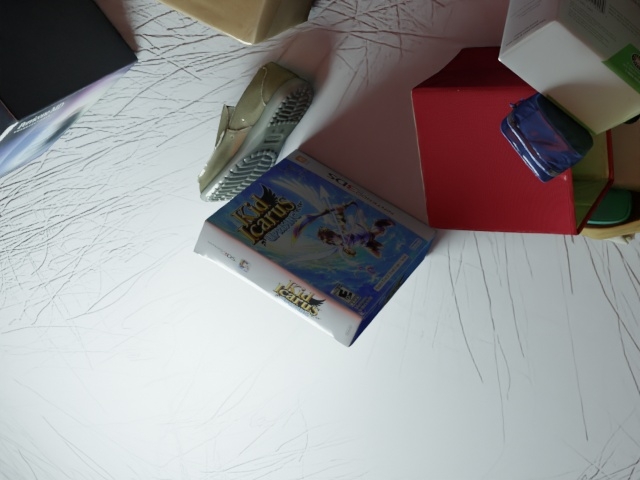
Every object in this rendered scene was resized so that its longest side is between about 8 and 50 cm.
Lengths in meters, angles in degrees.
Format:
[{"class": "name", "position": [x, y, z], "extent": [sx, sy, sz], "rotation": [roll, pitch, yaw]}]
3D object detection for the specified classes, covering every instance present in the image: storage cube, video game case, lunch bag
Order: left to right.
[{"class": "video game case", "position": [0.000, 0.000, 1.628], "extent": [0.244, 0.269, 0.061], "rotation": [30, 124, 11]}, {"class": "storage cube", "position": [0.243, -0.126, 1.483], "extent": [0.193, 0.183, 0.215], "rotation": [4, 116, 27]}, {"class": "lunch bag", "position": [0.246, -0.118, 1.329], "extent": [0.065, 0.067, 0.098], "rotation": [-40, 88, 35]}]

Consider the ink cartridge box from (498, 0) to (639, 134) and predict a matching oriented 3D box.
[{"class": "ink cartridge box", "position": [0.297, -0.255, 1.330], "extent": [0.160, 0.219, 0.092], "rotation": [34, 141, -23]}]

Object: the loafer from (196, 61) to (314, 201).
[{"class": "loafer", "position": [-0.103, -0.156, 1.727], "extent": [0.251, 0.094, 0.087], "rotation": [-50, 62, 28]}]

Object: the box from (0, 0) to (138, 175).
[{"class": "box", "position": [-0.477, -0.212, 1.758], "extent": [0.294, 0.296, 0.182], "rotation": [-36, 94, 37]}]

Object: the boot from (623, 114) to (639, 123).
[{"class": "boot", "position": [0.380, -0.204, 1.412], "extent": [0.045, 0.121, 0.099], "rotation": [26, 131, 12]}]

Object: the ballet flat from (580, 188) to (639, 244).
[{"class": "ballet flat", "position": [0.407, -0.027, 1.517], "extent": [0.232, 0.080, 0.073], "rotation": [-6, 128, 32]}]

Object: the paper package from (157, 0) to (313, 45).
[{"class": "paper package", "position": [-0.129, -0.457, 1.523], "extent": [0.309, 0.168, 0.325], "rotation": [28, 124, 12]}]
